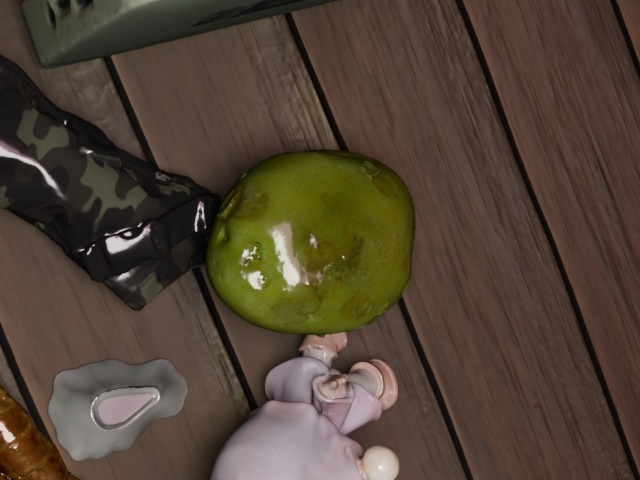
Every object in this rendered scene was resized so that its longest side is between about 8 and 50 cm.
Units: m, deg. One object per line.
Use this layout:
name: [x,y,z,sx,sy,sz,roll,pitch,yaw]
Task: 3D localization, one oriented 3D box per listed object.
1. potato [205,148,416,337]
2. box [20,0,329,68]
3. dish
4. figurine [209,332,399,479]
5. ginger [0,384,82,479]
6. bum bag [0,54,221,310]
potato: [0.000,0.000,1.215,0.186,0.148,0.253,48,44,7]
box: [-0.055,-0.249,1.108,0.373,0.367,0.090,-17,95,-24]
dish: [-0.187,0.155,1.202,0.137,0.039,0.091,-16,93,-22]
figurine: [-0.016,0.192,1.202,0.133,0.200,0.276,60,38,-27]
ginger: [-0.283,0.213,1.138,0.103,0.073,0.162,-43,105,-19]
bum bag: [-0.241,-0.057,1.164,0.340,0.095,0.144,34,71,-28]
